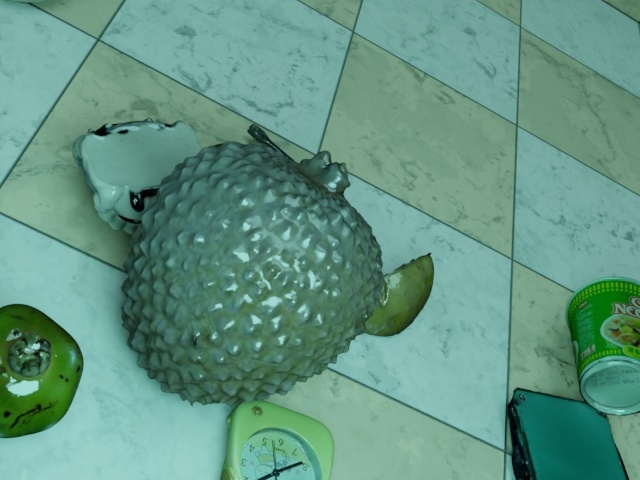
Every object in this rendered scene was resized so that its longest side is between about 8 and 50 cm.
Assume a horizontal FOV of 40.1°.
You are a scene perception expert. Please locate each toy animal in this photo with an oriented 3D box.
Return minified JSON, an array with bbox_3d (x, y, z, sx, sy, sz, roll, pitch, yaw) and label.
[{"bbox_3d":[-0.306,-0.105,1.478,0.208,0.156,0.204,-15,66,-33],"label":"toy animal"}]

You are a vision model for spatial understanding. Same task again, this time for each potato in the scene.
[{"bbox_3d":[0.162,0.105,1.648,0.261,0.120,0.100,-24,76,-43],"label":"potato"}]

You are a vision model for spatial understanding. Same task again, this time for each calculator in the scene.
[{"bbox_3d":[0.461,0.416,1.625,0.248,0.058,0.274,13,48,-27],"label":"calculator"}]

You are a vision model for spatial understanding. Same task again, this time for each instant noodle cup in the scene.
[{"bbox_3d":[0.591,0.222,1.753,0.207,0.207,0.232,32,36,-7],"label":"instant noodle cup"}]

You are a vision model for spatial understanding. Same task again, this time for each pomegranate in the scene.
[{"bbox_3d":[-0.397,0.164,1.149,0.180,0.210,0.179,10,65,-21],"label":"pomegranate"}]

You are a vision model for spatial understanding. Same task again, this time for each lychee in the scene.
[{"bbox_3d":[-0.105,0.048,1.316,0.380,0.432,0.380,38,6,-5],"label":"lychee"}]

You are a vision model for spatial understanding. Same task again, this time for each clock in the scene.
[{"bbox_3d":[-0.073,0.360,1.305,0.170,0.069,0.232,24,46,-16],"label":"clock"}]

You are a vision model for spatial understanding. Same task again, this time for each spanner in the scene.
[{"bbox_3d":[-0.049,-0.151,1.778,0.254,0.015,0.054,41,17,2],"label":"spanner"}]

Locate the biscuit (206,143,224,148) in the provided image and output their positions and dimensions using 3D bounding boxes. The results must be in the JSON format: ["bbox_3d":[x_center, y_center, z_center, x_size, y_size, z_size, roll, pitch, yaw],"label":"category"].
[{"bbox_3d":[-0.146,-0.101,1.663,0.226,0.042,0.226,18,48,-21],"label":"biscuit"}]

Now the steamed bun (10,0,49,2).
[{"bbox_3d":[-0.578,-0.604,1.694,0.283,0.177,0.283,18,46,-20],"label":"steamed bun"}]
